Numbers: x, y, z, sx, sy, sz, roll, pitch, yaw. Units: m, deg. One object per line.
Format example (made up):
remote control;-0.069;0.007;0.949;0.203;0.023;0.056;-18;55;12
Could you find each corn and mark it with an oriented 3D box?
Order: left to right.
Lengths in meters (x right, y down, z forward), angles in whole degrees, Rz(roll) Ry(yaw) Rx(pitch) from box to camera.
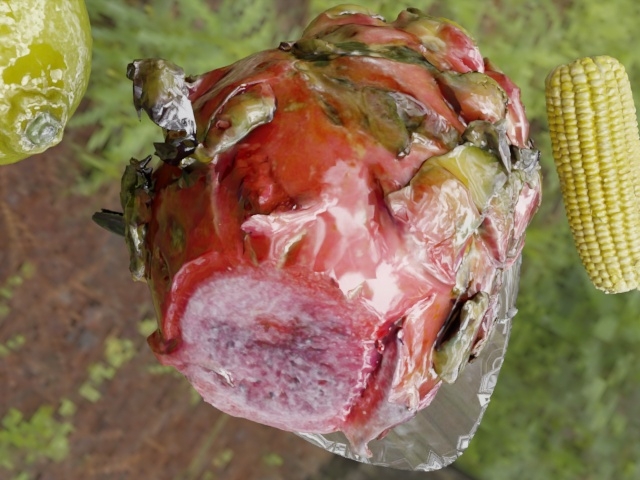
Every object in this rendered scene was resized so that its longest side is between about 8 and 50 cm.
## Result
corn;0.196;-0.045;1.281;0.063;0.085;0.165;-13;92;-16

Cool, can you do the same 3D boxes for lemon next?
lemon;-0.252;-0.146;1.315;0.184;0.248;0.184;-34;155;-18

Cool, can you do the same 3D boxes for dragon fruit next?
dragon fruit;0.013;-0.029;1.187;0.250;0.269;0.291;108;5;-49

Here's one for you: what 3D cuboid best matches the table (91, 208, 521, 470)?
table;0.000;0.000;1.582;0.317;0.249;0.317;-6;103;-29
